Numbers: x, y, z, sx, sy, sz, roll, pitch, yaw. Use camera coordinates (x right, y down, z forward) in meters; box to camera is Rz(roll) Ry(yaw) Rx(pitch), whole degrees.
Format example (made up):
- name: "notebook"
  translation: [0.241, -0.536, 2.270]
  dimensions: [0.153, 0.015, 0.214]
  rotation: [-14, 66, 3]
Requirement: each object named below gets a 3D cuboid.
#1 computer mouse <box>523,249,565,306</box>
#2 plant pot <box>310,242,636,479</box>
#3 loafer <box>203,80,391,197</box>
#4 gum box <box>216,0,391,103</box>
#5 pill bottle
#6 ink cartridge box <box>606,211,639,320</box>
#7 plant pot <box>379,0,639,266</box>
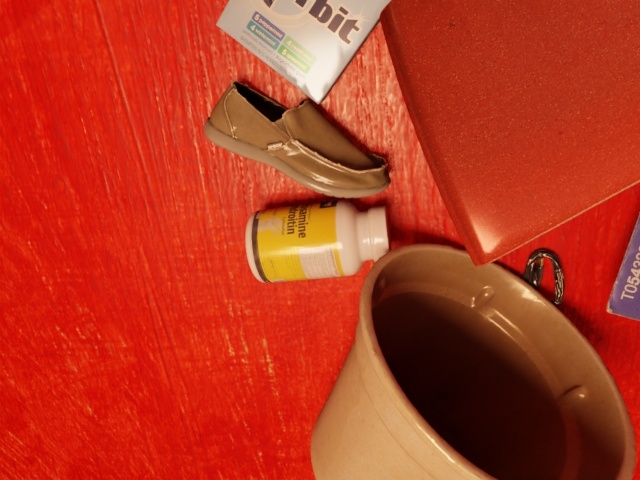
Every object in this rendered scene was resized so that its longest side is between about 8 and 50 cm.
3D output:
- name: "computer mouse"
  translation: [0.300, 0.126, 0.683]
  dimensions: [0.071, 0.041, 0.241]
  rotation: [17, 111, 24]
- name: "plant pot"
  translation: [0.143, 0.227, 0.611]
  dimensions: [0.334, 0.333, 0.305]
  rotation: [26, 127, -2]
- name: "loafer"
  translation: [-0.024, -0.129, 0.592]
  dimensions: [0.251, 0.094, 0.087]
  rotation: [20, 118, 0]
- name: "gum box"
  translation: [-0.008, -0.285, 0.554]
  dimensions: [0.157, 0.041, 0.184]
  rotation: [37, 112, -7]
- name: "pill bottle"
  translation: [0.000, 0.000, 0.637]
  dimensions: [0.184, 0.103, 0.103]
  rotation: [-6, 111, 11]
- name: "ink cartridge box"
  translation: [0.542, -0.015, 0.505]
  dimensions: [0.330, 0.071, 0.323]
  rotation: [15, 100, 10]
- name: "plant pot"
  translation: [0.205, -0.167, 0.466]
  dimensions: [0.267, 0.267, 0.235]
  rotation: [-34, 91, 20]
